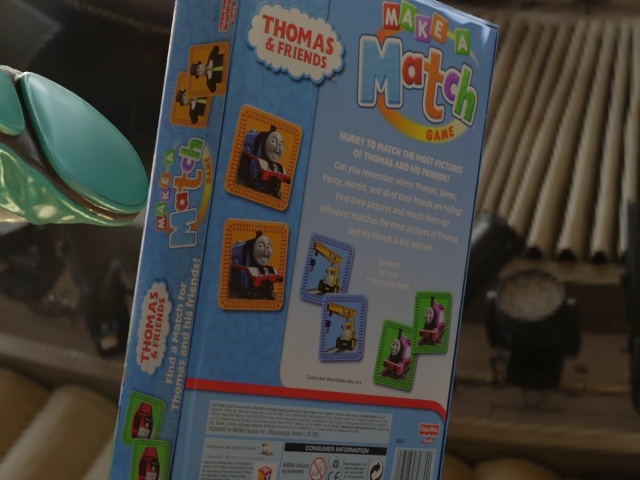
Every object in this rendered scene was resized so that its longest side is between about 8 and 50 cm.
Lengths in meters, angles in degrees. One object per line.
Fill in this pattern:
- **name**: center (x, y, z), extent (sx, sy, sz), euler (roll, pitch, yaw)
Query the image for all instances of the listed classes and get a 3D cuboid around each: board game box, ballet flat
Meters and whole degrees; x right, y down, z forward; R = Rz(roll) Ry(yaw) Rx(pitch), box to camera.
- **board game box**: center (0.000, 0.000, 0.594), extent (0.039, 0.160, 0.211), euler (6, -94, 42)
- **ballet flat**: center (-0.181, -0.053, 0.794), extent (0.087, 0.247, 0.083), euler (-23, -110, 14)
